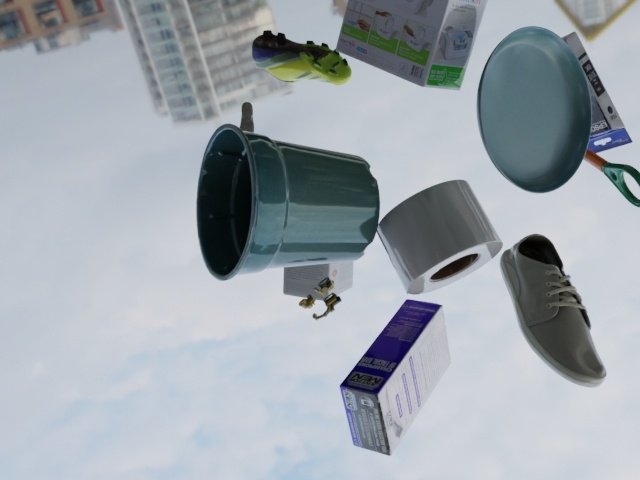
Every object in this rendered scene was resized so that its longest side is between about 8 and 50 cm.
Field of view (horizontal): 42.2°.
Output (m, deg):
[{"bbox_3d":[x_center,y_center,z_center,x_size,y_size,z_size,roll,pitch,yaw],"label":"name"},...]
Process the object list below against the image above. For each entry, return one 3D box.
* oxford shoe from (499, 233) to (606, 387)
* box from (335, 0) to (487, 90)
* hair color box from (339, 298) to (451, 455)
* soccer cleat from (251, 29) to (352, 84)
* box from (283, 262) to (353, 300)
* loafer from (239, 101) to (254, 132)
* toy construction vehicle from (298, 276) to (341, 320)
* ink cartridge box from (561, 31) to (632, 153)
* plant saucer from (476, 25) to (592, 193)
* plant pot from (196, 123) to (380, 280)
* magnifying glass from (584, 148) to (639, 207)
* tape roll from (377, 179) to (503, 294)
[{"bbox_3d":[0.540,0.146,1.927,0.169,0.130,0.449,12,-142,-22],"label":"oxford shoe"},{"bbox_3d":[0.178,-0.450,1.651,0.126,0.231,0.262,-5,-153,-43],"label":"box"},{"bbox_3d":[0.182,0.310,1.931,0.110,0.185,0.339,7,-146,31],"label":"hair color box"},{"bbox_3d":[-0.046,-0.446,2.123,0.289,0.121,0.093,23,-130,20],"label":"soccer cleat"},{"bbox_3d":[0.000,0.000,2.724,0.168,0.346,0.215,8,-168,24],"label":"box"},{"bbox_3d":[-0.215,-0.340,2.427,0.045,0.125,0.039,4,177,-7],"label":"loafer"},{"bbox_3d":[0.006,0.140,1.930,0.098,0.086,0.035,-37,-131,9],"label":"toy construction vehicle"},{"bbox_3d":[0.666,-0.364,2.176,0.065,0.333,0.165,-41,-167,-35],"label":"ink cartridge box"},{"bbox_3d":[0.407,-0.249,1.601,0.317,0.318,0.043,-29,-162,-30],"label":"plant saucer"},{"bbox_3d":[-0.068,-0.080,1.876,0.334,0.341,0.341,1,-168,-29],"label":"plant pot"},{"bbox_3d":[0.619,-0.143,1.759,0.026,0.092,0.231,-29,-142,-3],"label":"magnifying glass"},{"bbox_3d":[0.272,-0.006,1.908,0.246,0.169,0.246,-22,161,-8],"label":"tape roll"}]
